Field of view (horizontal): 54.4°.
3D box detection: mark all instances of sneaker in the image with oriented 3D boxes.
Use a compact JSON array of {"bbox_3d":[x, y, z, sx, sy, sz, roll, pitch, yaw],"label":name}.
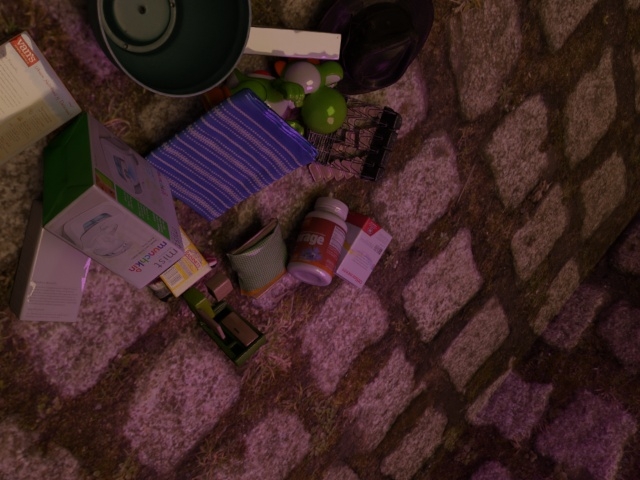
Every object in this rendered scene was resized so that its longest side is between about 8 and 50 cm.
[{"bbox_3d":[-0.320,0.090,1.468,0.170,0.063,0.075,-27,127,-27],"label":"sneaker"}]

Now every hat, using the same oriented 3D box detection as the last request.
[{"bbox_3d":[0.146,-0.463,1.492,0.331,0.134,0.331,-14,138,-13],"label":"hat"}]

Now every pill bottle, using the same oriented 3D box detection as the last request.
[{"bbox_3d":[0.000,0.000,1.631,0.121,0.121,0.216,40,59,-43],"label":"pill bottle"}]

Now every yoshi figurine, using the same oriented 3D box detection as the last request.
[{"bbox_3d":[-0.079,-0.291,1.404,0.362,0.203,0.203,-27,124,-25],"label":"yoshi figurine"}]

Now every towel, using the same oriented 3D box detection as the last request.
[{"bbox_3d":[-0.200,-0.168,1.328,0.336,0.040,0.243,-28,139,25],"label":"towel"}]

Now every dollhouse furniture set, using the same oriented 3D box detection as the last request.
[{"bbox_3d":[-0.155,0.122,1.521,0.301,0.151,0.198,-41,151,-21],"label":"dollhouse furniture set"}]

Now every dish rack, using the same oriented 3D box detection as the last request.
[{"bbox_3d":[0.081,-0.270,1.615,0.271,0.074,0.208,11,102,-34],"label":"dish rack"}]

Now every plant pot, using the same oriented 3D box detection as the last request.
[{"bbox_3d":[-0.305,-0.428,1.161,0.293,0.196,0.293,-17,118,-35],"label":"plant pot"}]

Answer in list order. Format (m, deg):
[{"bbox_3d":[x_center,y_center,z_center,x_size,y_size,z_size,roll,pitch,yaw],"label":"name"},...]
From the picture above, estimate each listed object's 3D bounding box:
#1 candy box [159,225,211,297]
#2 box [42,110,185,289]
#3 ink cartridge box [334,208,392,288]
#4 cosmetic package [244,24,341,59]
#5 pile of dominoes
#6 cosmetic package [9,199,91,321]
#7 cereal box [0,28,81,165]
[{"bbox_3d":[-0.344,0.016,1.391,0.105,0.027,0.206,-41,109,-22],"label":"candy box"},{"bbox_3d":[-0.394,-0.074,1.181,0.126,0.262,0.231,-37,132,10],"label":"box"},{"bbox_3d":[0.083,0.019,1.733,0.128,0.127,0.176,37,83,-44],"label":"ink cartridge box"},{"bbox_3d":[-0.084,-0.437,1.369,0.239,0.099,0.060,-2,110,-20],"label":"cosmetic package"},{"bbox_3d":[0.062,-0.262,1.674,0.251,0.040,0.196,-11,116,-28],"label":"pile of dominoes"},{"bbox_3d":[-0.533,0.044,1.250,0.117,0.085,0.231,10,99,-43],"label":"cosmetic package"},{"bbox_3d":[-0.578,-0.239,1.112,0.240,0.047,0.173,-41,130,-20],"label":"cereal box"}]
